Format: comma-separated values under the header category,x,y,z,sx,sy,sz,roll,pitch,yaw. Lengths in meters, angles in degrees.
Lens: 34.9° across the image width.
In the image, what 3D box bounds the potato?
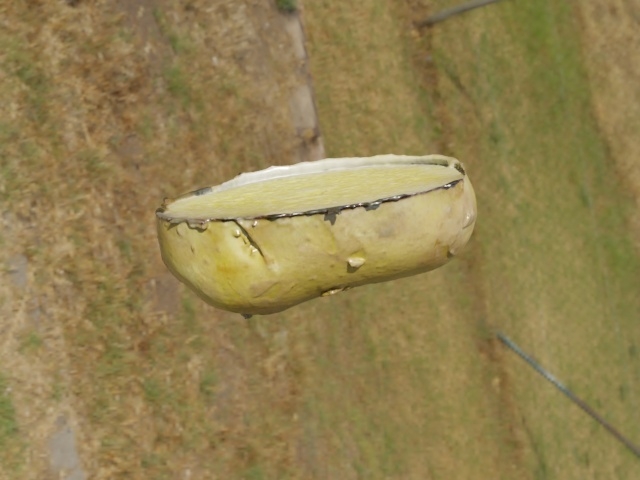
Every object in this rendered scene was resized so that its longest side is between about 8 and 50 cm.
category,x,y,z,sx,sy,sz,roll,pitch,yaw
potato,0.000,0.000,0.644,0.164,0.200,0.081,-105,-175,-76
